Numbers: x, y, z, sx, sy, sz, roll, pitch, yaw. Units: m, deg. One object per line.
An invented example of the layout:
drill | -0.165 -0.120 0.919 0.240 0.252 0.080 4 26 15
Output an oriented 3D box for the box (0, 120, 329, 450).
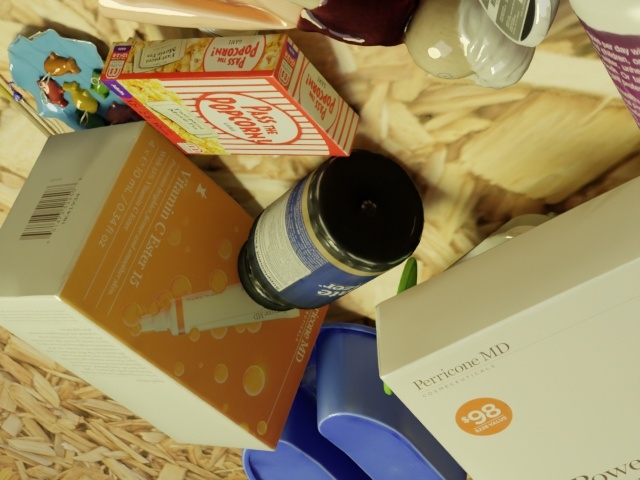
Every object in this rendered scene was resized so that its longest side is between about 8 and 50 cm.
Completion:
box | -0.174 0.060 1.258 0.168 0.215 0.345 -3 146 41

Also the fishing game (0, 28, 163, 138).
fishing game | -0.253 -0.150 1.210 0.264 0.041 0.189 1 144 38

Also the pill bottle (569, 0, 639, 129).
pill bottle | 0.248 -0.142 0.680 0.169 0.169 0.301 -4 138 43

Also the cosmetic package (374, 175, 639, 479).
cosmetic package | 0.277 0.089 0.922 0.377 0.097 0.284 -28 122 20

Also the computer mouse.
computer mouse | 0.109 -0.202 0.746 0.106 0.042 0.193 96 149 -53

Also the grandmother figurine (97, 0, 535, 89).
grandmother figurine | -0.008 -0.181 0.841 0.342 0.208 0.104 14 114 2

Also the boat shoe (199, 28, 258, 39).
boat shoe | -0.099 -0.207 1.000 0.100 0.035 0.035 33 153 4

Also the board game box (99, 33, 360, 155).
board game box | -0.082 -0.131 1.050 0.193 0.045 0.147 3 158 32

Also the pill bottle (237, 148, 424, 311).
pill bottle | 0.000 0.000 1.151 0.123 0.123 0.219 35 150 -13

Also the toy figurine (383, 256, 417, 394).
toy figurine | 0.151 0.096 1.067 0.159 0.130 0.173 10 169 10

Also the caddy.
caddy | 0.048 0.242 1.442 0.241 0.179 0.341 -22 127 26

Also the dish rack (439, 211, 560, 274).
dish rack | 0.268 0.096 1.134 0.333 0.072 0.285 32 149 -7
